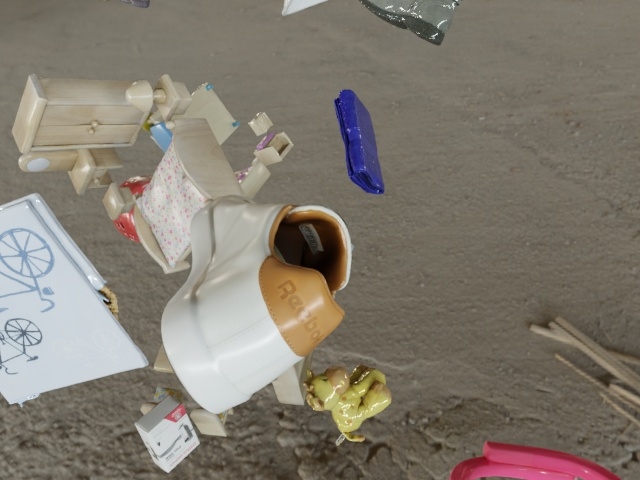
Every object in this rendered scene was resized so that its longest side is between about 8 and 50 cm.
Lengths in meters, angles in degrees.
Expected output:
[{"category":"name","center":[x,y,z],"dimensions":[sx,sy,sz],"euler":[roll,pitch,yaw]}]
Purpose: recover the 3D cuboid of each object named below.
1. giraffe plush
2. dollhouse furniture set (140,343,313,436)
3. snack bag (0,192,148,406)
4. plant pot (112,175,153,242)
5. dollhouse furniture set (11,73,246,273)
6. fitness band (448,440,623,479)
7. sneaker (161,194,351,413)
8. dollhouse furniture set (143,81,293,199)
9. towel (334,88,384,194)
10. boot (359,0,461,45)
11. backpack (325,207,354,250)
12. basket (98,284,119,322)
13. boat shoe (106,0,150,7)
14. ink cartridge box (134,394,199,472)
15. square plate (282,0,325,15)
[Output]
[{"category":"giraffe plush","center":[0.044,0.378,1.389],"dimensions":[0.210,0.170,0.181],"euler":[-56,24,-16]},{"category":"dollhouse furniture set","center":[-0.235,0.282,1.445],"dimensions":[0.394,0.256,0.362],"euler":[4,51,9]},{"category":"snack bag","center":[-0.475,0.113,0.899],"dimensions":[0.323,0.342,0.037],"euler":[-18,28,17]},{"category":"plant pot","center":[-0.458,-0.085,1.534],"dimensions":[0.191,0.191,0.174],"euler":[-32,19,-28]},{"category":"dollhouse furniture set","center":[-0.283,-0.048,0.798],"dimensions":[0.174,0.303,0.355],"euler":[-13,67,-45]},{"category":"fitness band","center":[0.340,0.400,0.853],"dimensions":[0.291,0.054,0.209],"euler":[6,18,4]},{"category":"sneaker","center":[-0.033,0.016,0.443],"dimensions":[0.123,0.106,0.290],"euler":[-30,21,5]},{"category":"dollhouse furniture set","center":[-0.281,-0.249,1.387],"dimensions":[0.198,0.303,0.286],"euler":[-6,41,44]},{"category":"towel","center":[0.125,-0.315,1.841],"dimensions":[0.076,0.227,0.308],"euler":[-15,70,20]},{"category":"boot","center":[0.206,-0.544,1.222],"dimensions":[0.246,0.161,0.083],"euler":[35,18,23]},{"category":"backpack","center":[0.000,0.000,1.503],"dimensions":[0.166,0.188,0.144],"euler":[-34,69,0]},{"category":"basket","center":[-0.740,0.209,1.645],"dimensions":[0.223,0.213,0.299],"euler":[24,4,35]},{"category":"boat shoe","center":[-0.580,-0.690,1.507],"dimensions":[0.285,0.092,0.103],"euler":[18,41,14]},{"category":"ink cartridge box","center":[-0.343,0.436,1.268],"dimensions":[0.056,0.135,0.099],"euler":[15,40,39]},{"category":"square plate","center":[0.132,-0.429,0.678],"dimensions":[0.344,0.049,0.347],"euler":[-31,3,-23]}]
